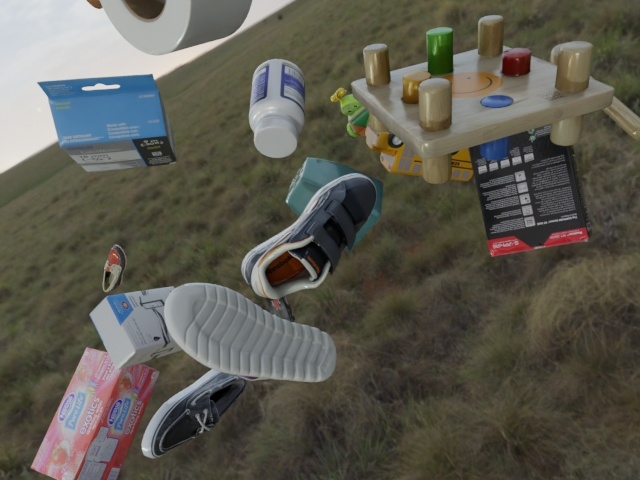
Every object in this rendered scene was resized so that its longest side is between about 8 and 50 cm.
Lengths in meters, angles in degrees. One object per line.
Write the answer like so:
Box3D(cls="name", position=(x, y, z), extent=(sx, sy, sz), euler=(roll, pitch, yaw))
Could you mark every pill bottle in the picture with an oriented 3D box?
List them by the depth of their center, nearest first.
Box3D(cls="pill bottle", position=(-0.087, -0.263, 1.008), extent=(0.111, 0.112, 0.187), euler=(-19, 51, 26))

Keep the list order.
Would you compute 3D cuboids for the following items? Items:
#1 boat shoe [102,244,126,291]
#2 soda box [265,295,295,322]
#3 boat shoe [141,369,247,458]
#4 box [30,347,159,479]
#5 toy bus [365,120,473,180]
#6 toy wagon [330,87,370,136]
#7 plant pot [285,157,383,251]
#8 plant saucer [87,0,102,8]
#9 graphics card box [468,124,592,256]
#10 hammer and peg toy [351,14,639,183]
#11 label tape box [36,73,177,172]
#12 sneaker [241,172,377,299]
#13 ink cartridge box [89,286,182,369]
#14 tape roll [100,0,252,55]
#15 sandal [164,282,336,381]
Box3D(cls="boat shoe", position=(-0.536, 0.074, 1.292), extent=(0.049, 0.137, 0.043), euler=(31, 33, 16))
Box3D(cls="soda box", position=(-0.142, 0.201, 1.661), extent=(0.060, 0.169, 0.053), euler=(-19, 5, 11))
Box3D(cls="boat shoe", position=(-0.295, 0.421, 1.223), extent=(0.102, 0.108, 0.301), euler=(9, 23, 29))
Box3D(cls="box", position=(-0.557, 0.443, 1.260), extent=(0.142, 0.154, 0.300), euler=(7, 66, 23))
Box3D(cls="toy bus", position=(0.290, -0.260, 1.447), extent=(0.332, 0.130, 0.108), euler=(3, 32, -19))
Box3D(cls="toy wagon", position=(0.189, -0.392, 1.552), extent=(0.344, 0.068, 0.267), euler=(5, -18, -29))
Box3D(cls="plant pot", position=(0.033, -0.120, 1.418), extent=(0.165, 0.234, 0.166), euler=(-51, 17, 39))
Box3D(cls="plant saucer", position=(-0.484, -0.535, 1.060), extent=(0.013, 0.084, 0.084), euler=(-15, 28, 15))
Box3D(cls="graphics card box", position=(0.502, -0.163, 1.230), extent=(0.232, 0.371, 0.094), euler=(-13, 0, 36))
Box3D(cls="hammer and peg toy", position=(0.249, -0.213, 0.673), extent=(0.360, 0.128, 0.266), euler=(-16, 36, -7))
Box3D(cls="label tape box", position=(-0.491, -0.267, 1.205), extent=(0.240, 0.106, 0.333), euler=(-8, -7, -10))
Box3D(cls="sneaker", position=(0.000, 0.000, 0.963), extent=(0.321, 0.126, 0.127), euler=(-41, 28, -6))
Box3D(cls="ink cartridge box", position=(-0.406, 0.197, 1.175), extent=(0.086, 0.148, 0.203), euler=(-42, -17, 24))
Box3D(cls="tape roll", position=(-0.265, -0.477, 0.905), extent=(0.246, 0.246, 0.169), euler=(-9, 21, 40))
Box3D(cls="sandal", position=(-0.152, 0.227, 1.086), extent=(0.102, 0.416, 0.170), euler=(-33, 38, 48))
